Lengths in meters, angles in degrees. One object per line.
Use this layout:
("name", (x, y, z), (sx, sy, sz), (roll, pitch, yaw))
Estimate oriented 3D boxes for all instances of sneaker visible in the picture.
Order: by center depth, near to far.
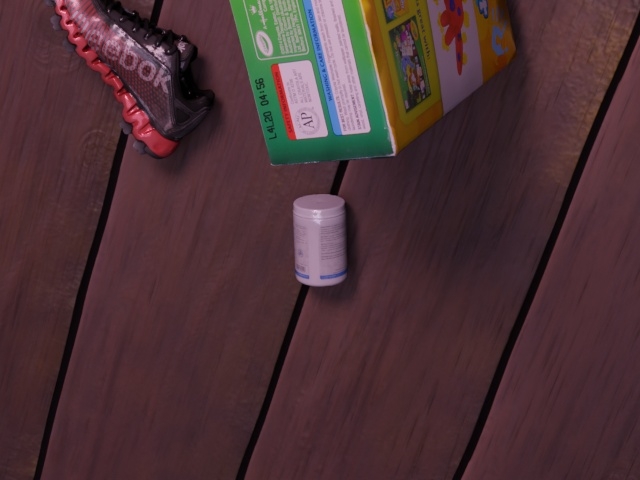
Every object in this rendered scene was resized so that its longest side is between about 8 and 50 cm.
("sneaker", (-0.232, -0.242, 1.744), (0.135, 0.097, 0.276), (-30, 105, 18))

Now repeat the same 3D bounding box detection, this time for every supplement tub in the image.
("supplement tub", (0.000, 0.000, 1.812), (0.071, 0.071, 0.107), (2, 110, 8))

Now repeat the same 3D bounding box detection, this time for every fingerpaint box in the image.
("fingerpaint box", (0.041, -0.351, 1.506), (0.163, 0.371, 0.445), (-3, 111, 30))
